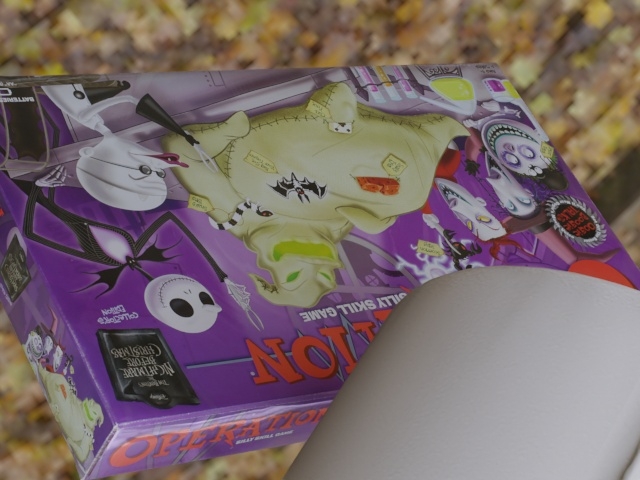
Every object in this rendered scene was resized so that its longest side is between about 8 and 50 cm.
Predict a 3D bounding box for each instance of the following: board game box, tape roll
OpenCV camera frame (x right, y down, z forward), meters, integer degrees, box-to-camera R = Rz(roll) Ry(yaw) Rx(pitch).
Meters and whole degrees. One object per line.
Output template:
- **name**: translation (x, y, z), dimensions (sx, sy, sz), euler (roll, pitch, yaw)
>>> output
- **board game box**: translation (0.000, 0.000, 0.950), dimensions (0.347, 0.208, 0.056), euler (-6, 147, -37)
- **tape roll**: translation (0.091, 0.152, 0.750), dimensions (0.169, 0.246, 0.246), euler (-55, 160, -32)
